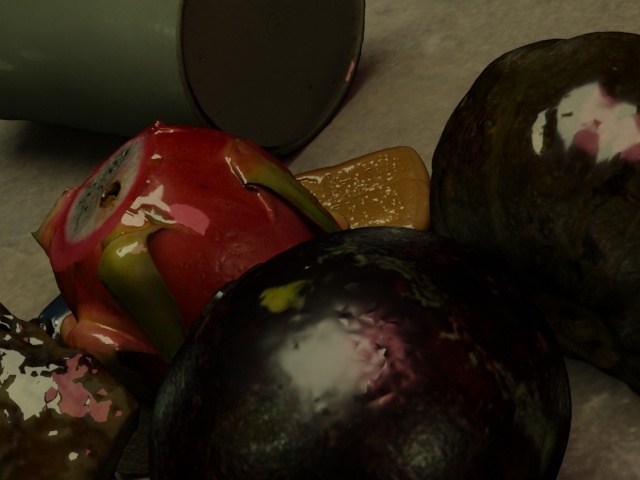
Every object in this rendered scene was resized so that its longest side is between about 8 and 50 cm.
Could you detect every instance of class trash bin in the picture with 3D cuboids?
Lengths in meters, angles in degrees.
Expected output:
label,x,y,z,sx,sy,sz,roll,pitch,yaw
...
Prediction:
label,x,y,z,sx,sy,sz,roll,pitch,yaw
trash bin,-0.196,-0.232,1.680,0.432,0.280,0.280,15,52,40

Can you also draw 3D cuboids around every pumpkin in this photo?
label,x,y,z,sx,sy,sz,roll,pitch,yaw
pumpkin,0.216,-0.044,1.210,0.325,0.232,0.242,14,48,39

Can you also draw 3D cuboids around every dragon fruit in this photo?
label,x,y,z,sx,sy,sz,roll,pitch,yaw
dragon fruit,-0.085,0.031,1.265,0.224,0.227,0.224,-47,17,19

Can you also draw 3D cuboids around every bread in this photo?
label,x,y,z,sx,sy,sz,roll,pitch,yaw
bread,0.000,0.000,1.417,0.200,0.077,0.116,-17,35,11

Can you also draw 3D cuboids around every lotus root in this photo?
label,x,y,z,sx,sy,sz,roll,pitch,yaw
lotus root,-0.216,0.191,1.134,0.210,0.314,0.142,25,47,28

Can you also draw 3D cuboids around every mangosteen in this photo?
label,x,y,z,sx,sy,sz,roll,pitch,yaw
mangosteen,0.035,0.133,1.065,0.288,0.288,0.288,-17,35,13

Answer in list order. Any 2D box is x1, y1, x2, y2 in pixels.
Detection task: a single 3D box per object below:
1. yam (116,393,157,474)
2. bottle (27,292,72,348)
label,x,y,z,sx,sy,sz,roll,pitch,yaw
yam,-0.144,0.115,1.356,0.084,0.084,0.127,-16,36,14
bottle,-0.165,0.040,1.467,0.072,0.082,0.244,21,56,39
